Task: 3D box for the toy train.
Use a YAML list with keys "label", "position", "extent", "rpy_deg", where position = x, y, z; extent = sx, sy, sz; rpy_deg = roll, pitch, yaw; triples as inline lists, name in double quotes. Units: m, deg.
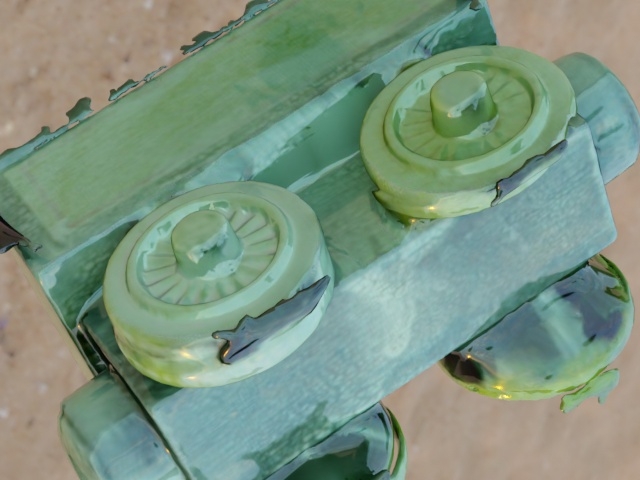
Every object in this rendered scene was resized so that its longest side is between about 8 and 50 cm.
- label: "toy train"
  position: [0.000, 0.000, 0.718]
  extent: [0.271, 0.188, 0.159]
  rpy_deg: [-33, 133, -11]
